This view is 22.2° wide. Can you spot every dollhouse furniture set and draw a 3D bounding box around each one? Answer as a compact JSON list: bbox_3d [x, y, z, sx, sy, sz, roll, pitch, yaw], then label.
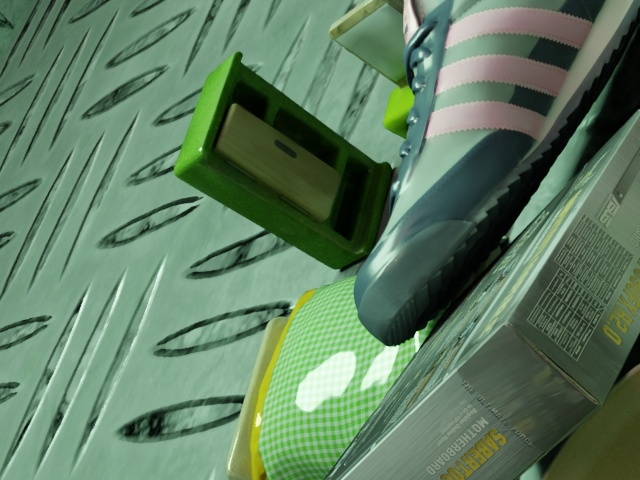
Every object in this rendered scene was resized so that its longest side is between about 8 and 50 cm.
[{"bbox_3d":[0.000,0.000,1.063,0.197,0.151,0.301,-30,35,45],"label":"dollhouse furniture set"}]

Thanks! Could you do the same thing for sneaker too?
[{"bbox_3d":[0.085,-0.083,0.975,0.319,0.131,0.112,-54,-10,-25],"label":"sneaker"}]

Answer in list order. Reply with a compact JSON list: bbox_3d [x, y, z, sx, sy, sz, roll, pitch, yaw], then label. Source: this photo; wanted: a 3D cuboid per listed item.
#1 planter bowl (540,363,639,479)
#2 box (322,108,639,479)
[{"bbox_3d":[0.166,0.130,0.638,0.162,0.109,0.162,-45,22,24],"label":"planter bowl"},{"bbox_3d":[0.094,0.053,0.803,0.183,0.056,0.231,-49,0,37],"label":"box"}]
